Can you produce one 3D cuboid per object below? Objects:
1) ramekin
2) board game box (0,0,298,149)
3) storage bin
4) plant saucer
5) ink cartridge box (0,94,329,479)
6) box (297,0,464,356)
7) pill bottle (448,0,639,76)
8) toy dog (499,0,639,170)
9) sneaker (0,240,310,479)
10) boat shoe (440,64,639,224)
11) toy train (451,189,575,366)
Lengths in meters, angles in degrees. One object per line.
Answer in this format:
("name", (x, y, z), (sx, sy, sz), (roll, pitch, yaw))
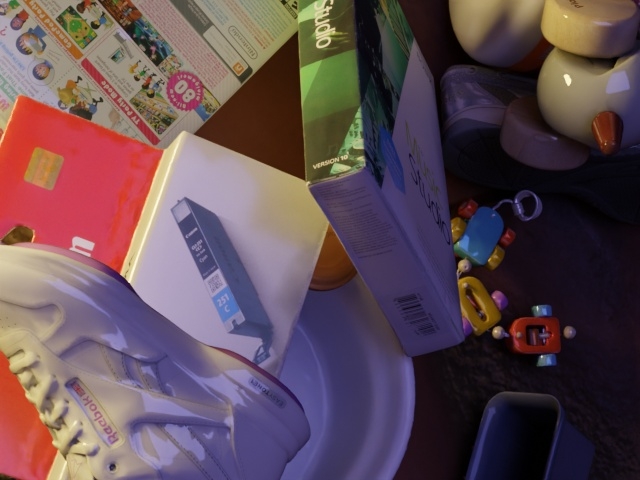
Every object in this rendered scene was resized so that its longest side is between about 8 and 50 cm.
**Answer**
("ramekin", (-0.073, 0.128, 1.518), (0.277, 0.135, 0.277), (5, 76, -22))
("board game box", (-0.174, -0.185, 1.552), (0.224, 0.097, 0.303), (49, 66, -13))
("storage bin", (0.188, 0.217, 1.640), (0.091, 0.098, 0.135), (36, 64, -42))
("plant saucer", (0.000, 0.000, 1.494), (0.083, 0.013, 0.083), (5, 77, -22))
("ink cartridge box", (-0.154, 0.056, 1.389), (0.261, 0.066, 0.296), (21, 73, -13))
("box", (0.048, -0.096, 1.514), (0.058, 0.232, 0.322), (-17, 47, 14))
("pill bottle", (0.341, -0.238, 1.720), (0.392, 0.224, 0.224), (10, 75, -20))
("toy dog", (0.323, -0.121, 1.556), (0.334, 0.161, 0.220), (-15, 129, -3))
("sneaker", (-0.157, 0.108, 1.280), (0.305, 0.114, 0.152), (32, 70, -10))
("boat shoe", (0.265, -0.095, 1.721), (0.320, 0.118, 0.103), (9, 54, -13))
("toy train", (0.168, 0.040, 1.689), (0.125, 0.046, 0.166), (-5, 84, -25))
